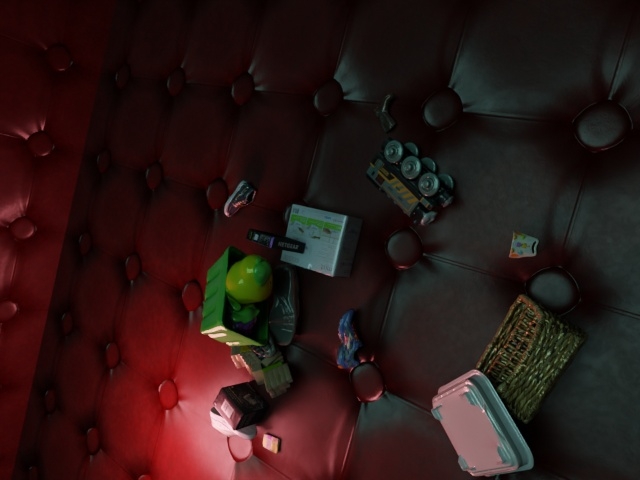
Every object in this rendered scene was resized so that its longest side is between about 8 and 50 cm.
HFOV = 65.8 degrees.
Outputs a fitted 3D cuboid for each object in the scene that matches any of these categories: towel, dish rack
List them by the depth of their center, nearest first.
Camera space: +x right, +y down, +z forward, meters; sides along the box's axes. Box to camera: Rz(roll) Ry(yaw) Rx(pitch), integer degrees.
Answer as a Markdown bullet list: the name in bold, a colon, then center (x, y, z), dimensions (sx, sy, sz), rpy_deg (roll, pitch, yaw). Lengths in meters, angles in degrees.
- **dish rack**: center (0.441, 0.545, 1.435), dimensions (0.286, 0.072, 0.333), rpy_deg (64, 157, 22)
- **towel**: center (-0.200, 0.823, 2.008), dimensions (0.083, 0.009, 0.060), rpy_deg (7, 90, 36)

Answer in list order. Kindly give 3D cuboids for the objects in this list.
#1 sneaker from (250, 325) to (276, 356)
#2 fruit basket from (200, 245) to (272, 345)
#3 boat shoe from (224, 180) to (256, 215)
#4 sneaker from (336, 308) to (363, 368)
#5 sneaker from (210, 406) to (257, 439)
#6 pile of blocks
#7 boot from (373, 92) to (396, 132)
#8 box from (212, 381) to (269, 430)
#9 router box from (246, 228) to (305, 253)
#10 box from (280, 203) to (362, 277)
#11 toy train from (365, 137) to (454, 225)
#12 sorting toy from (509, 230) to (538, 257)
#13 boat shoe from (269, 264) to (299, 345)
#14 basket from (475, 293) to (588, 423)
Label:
- **sneaker**: center (-0.249, 0.382, 2.016), dimensions (0.101, 0.106, 0.267), rpy_deg (-50, 49, -1)
- **fruit basket**: center (-0.278, 0.193, 1.901), dimensions (0.392, 0.283, 0.392), rpy_deg (-24, 48, 29)
- **boat shoe**: center (-0.356, -0.170, 2.188), dimensions (0.083, 0.065, 0.183), rpy_deg (42, 108, 32)
- **sneaker**: center (0.115, 0.359, 1.806), dimensions (0.087, 0.083, 0.221), rpy_deg (3, 92, 22)
- **sneaker**: center (-0.364, 0.785, 2.092), dimensions (0.258, 0.094, 0.091), rpy_deg (15, 115, 38)
- **pile of blocks**: center (-0.230, 0.517, 2.021), dimensions (0.362, 0.149, 0.113), rpy_deg (27, 144, 43)
- **boot**: center (0.253, -0.463, 1.810), dimensions (0.106, 0.037, 0.114), rpy_deg (-43, 59, 38)
- **box**: center (-0.324, 0.671, 2.020), dimensions (0.156, 0.158, 0.093), rpy_deg (38, 107, 31)
- **router box**: center (-0.162, 0.003, 1.816), dimensions (0.133, 0.178, 0.046), rpy_deg (18, 93, 38)
- **box**: center (0.000, 0.000, 1.884), dimensions (0.261, 0.126, 0.231), rpy_deg (14, 94, 35)
- **toy train**: center (0.304, -0.203, 1.697), dimensions (0.334, 0.142, 0.190), rpy_deg (50, 124, 26)
- **sorting toy**: center (0.621, 0.016, 1.507), dimensions (0.075, 0.045, 0.083), rpy_deg (9, 91, 16)
- **boat shoe**: center (-0.134, 0.255, 1.979), dimensions (0.118, 0.103, 0.321), rpy_deg (-2, 89, 24)
- **basket**: center (0.568, 0.327, 1.399), dimensions (0.223, 0.213, 0.299), rpy_deg (36, 105, 31)
